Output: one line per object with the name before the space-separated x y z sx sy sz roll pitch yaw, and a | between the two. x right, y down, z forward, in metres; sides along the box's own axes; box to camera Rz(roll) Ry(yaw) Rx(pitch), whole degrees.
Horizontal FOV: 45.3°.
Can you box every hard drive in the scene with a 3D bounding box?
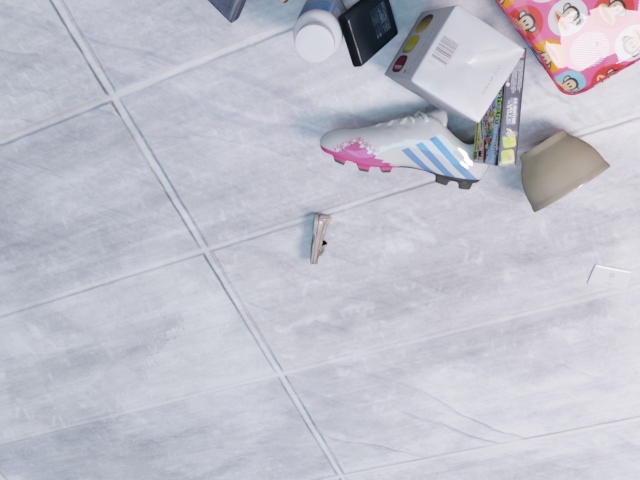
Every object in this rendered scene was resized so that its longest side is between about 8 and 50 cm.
hard drive | 0.086 -0.378 1.352 0.022 0.135 0.094 5 128 37

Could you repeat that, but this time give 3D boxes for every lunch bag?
lunch bag | 0.448 -0.418 1.280 0.258 0.120 0.293 -31 114 24

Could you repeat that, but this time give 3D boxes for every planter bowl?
planter bowl | 0.448 -0.141 1.457 0.162 0.162 0.109 -34 85 26

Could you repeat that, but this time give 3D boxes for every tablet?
tablet | 0.626 0.081 1.655 0.083 0.006 0.054 10 124 1

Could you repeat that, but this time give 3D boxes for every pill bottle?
pill bottle | -0.001 -0.372 1.350 0.087 0.160 0.087 4 124 6

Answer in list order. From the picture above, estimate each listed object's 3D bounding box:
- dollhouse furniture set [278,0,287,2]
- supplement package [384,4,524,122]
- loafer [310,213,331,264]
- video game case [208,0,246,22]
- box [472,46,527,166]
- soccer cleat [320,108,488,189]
dollhouse furniture set | 0.000 -0.527 1.291 0.259 0.135 0.262 -38 112 15
supplement package | 0.216 -0.300 1.299 0.134 0.244 0.139 29 99 -12
loafer | 0.000 0.000 1.670 0.039 0.045 0.125 4 121 -2
video game case | -0.213 -0.516 1.265 0.274 0.026 0.196 46 151 0
box | 0.319 -0.239 1.374 0.036 0.114 0.206 1 98 -12
soccer cleat | 0.169 -0.200 1.483 0.332 0.116 0.143 10 113 -4
